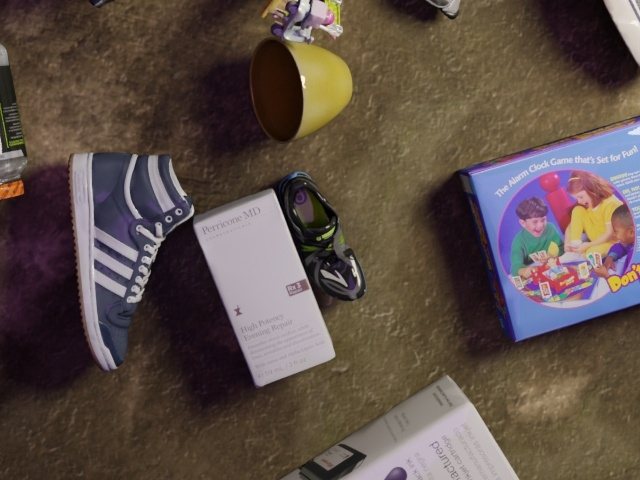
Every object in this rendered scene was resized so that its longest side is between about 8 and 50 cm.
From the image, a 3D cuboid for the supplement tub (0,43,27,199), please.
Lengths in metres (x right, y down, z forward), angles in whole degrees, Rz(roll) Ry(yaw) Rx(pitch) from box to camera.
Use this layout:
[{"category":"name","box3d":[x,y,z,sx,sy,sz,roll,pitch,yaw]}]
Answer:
[{"category":"supplement tub","box3d":[-0.431,-0.143,1.613,0.117,0.117,0.190,-10,97,-4]}]

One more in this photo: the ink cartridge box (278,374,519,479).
[{"category":"ink cartridge box","box3d":[0.087,0.410,1.702,0.395,0.166,0.285,-32,98,0]}]

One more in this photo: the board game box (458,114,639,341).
[{"category":"board game box","box3d":[0.383,-0.030,1.723,0.347,0.078,0.233,-16,98,-3]}]

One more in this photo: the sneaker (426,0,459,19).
[{"category":"sneaker","box3d":[0.200,-0.351,1.673,0.229,0.086,0.132,3,101,4]}]

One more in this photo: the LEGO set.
[{"category":"LEGO set","box3d":[0.007,-0.362,1.638,0.107,0.132,0.287,23,66,-24]}]

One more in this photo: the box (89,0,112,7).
[{"category":"box","box3d":[-0.204,-0.505,1.508,0.312,0.179,0.343,-27,100,24]}]

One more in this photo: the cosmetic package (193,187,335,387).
[{"category":"cosmetic package","box3d":[-0.073,0.059,1.687,0.117,0.085,0.231,-22,99,0]}]

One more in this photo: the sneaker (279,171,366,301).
[{"category":"sneaker","box3d":[0.000,0.000,1.690,0.067,0.078,0.188,-27,100,-2]}]

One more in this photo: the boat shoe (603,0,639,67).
[{"category":"boat shoe","box3d":[0.410,-0.375,1.632,0.158,0.127,0.340,-25,109,16]}]

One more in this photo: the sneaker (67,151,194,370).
[{"category":"sneaker","box3d":[-0.232,0.023,1.661,0.153,0.099,0.282,-5,94,-3]}]

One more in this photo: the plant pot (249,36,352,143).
[{"category":"plant pot","box3d":[-0.016,-0.196,1.651,0.095,0.134,0.134,-12,99,-30]}]
